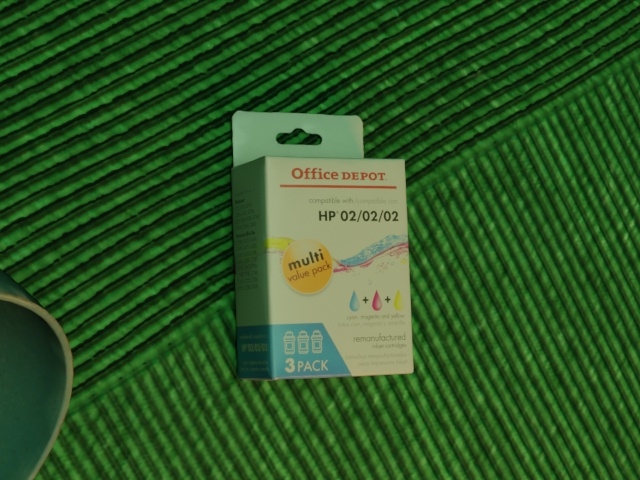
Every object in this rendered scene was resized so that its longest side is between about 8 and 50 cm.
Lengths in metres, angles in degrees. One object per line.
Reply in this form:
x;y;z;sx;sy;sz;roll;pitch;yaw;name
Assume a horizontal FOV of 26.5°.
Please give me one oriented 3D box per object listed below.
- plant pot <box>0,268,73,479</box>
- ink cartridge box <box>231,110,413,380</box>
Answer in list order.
-0.297;0.074;0.669;0.290;0.290;0.195;-36;64;-23;plant pot
0.000;0.000;0.904;0.104;0.061;0.181;-1;85;-25;ink cartridge box
